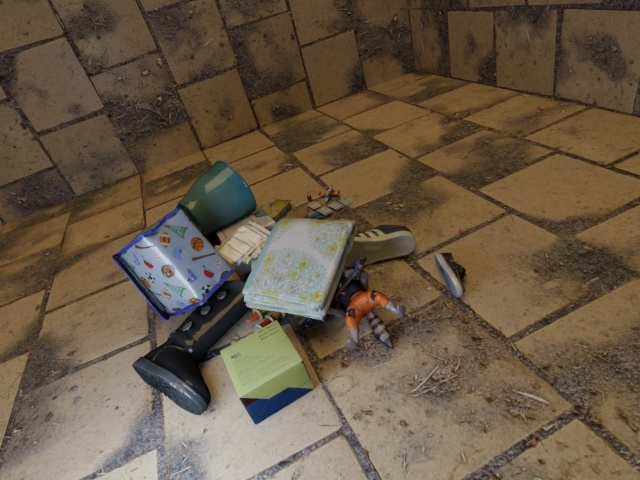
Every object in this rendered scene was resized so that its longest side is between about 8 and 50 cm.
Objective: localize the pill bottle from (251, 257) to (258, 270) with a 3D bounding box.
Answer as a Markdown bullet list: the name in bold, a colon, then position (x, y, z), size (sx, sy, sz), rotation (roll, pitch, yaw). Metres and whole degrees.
- **pill bottle**: position (-0.113, 0.105, 1.629), size (0.278, 0.162, 0.162), rotation (-13, 33, 5)

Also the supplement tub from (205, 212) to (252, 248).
- **supplement tub**: position (-0.489, -0.074, 2.032), size (0.193, 0.194, 0.316), rotation (15, 44, 39)

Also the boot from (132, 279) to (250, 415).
- **boot**: position (-0.360, 0.326, 1.426), size (0.366, 0.146, 0.445), rotation (12, 41, 38)

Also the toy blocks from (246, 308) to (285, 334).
- **toy blocks**: position (-0.216, 0.288, 1.503), size (0.123, 0.054, 0.148), rotation (17, 46, 39)

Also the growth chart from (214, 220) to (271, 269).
- **growth chart**: position (-0.302, 0.019, 1.652), size (0.237, 0.021, 0.172), rotation (-40, 62, -22)

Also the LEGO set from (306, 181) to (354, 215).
- **LEGO set**: position (0.030, -0.215, 2.142), size (0.182, 0.060, 0.244), rotation (-26, 34, -22)

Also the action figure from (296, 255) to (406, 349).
- **action figure**: position (0.096, 0.241, 1.397), size (0.341, 0.178, 0.330), rotation (-46, 28, 4)

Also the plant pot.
- **plant pot**: position (-0.464, -0.164, 1.833), size (0.255, 0.272, 0.271), rotation (-42, 40, -24)

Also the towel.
- **towel**: position (-0.069, 0.081, 1.453), size (0.320, 0.090, 0.375), rotation (5, 57, 29)

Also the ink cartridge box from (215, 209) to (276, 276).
- **ink cartridge box**: position (-0.297, 0.009, 1.807), size (0.232, 0.168, 0.171), rotation (-26, 31, -14)

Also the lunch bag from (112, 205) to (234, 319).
- **lunch bag**: position (-0.575, 0.108, 1.572), size (0.385, 0.328, 0.239), rotation (-22, 19, 44)

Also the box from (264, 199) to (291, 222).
- **box**: position (-0.227, -0.155, 2.177), size (0.105, 0.043, 0.179), rotation (6, 42, 31)

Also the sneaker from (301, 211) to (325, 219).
- **sneaker**: position (-0.066, -0.061, 1.942), size (0.209, 0.069, 0.082), rotation (-35, 41, -27)

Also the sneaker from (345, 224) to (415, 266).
- **sneaker**: position (0.196, 0.009, 1.686), size (0.349, 0.131, 0.148), rotation (-6, 27, 6)

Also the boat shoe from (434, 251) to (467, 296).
- **boat shoe**: position (0.463, 0.109, 1.458), size (0.076, 0.080, 0.228), rotation (-16, 25, 4)

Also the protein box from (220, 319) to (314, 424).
- **protein box**: position (-0.160, 0.385, 1.257), size (0.199, 0.136, 0.201), rotation (-27, 35, -15)
